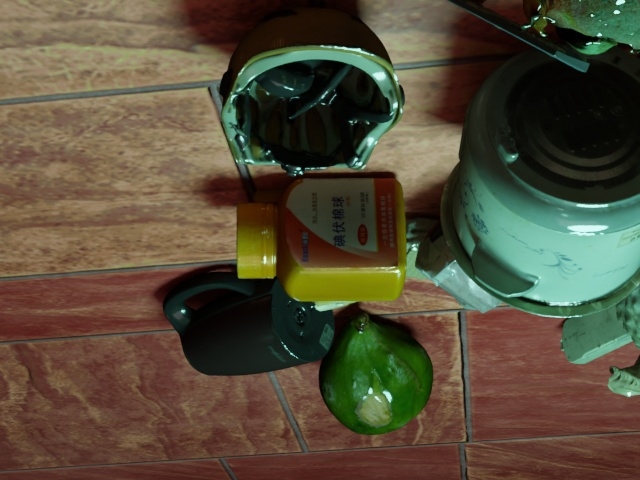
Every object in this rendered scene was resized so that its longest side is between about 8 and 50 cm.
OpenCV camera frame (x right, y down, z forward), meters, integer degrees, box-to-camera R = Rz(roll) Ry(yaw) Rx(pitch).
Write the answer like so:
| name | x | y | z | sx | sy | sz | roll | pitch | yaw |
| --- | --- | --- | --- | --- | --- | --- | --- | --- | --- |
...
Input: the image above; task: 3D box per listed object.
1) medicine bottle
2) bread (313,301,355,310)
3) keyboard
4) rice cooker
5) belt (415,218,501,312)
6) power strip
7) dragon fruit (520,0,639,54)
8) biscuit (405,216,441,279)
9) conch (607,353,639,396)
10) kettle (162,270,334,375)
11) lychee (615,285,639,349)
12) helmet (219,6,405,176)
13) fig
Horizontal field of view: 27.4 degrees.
| name | x | y | z | sx | sy | sz | roll | pitch | yaw |
| --- | --- | --- | --- | --- | --- | --- | --- | --- | --- |
| medicine bottle | 0.000 | 0.000 | 1.746 | 0.222 | 0.149 | 0.112 | -1 | 153 | -2 |
| bread | 0.035 | 0.037 | 1.878 | 0.125 | 0.106 | 0.082 | -14 | 152 | 19 |
| keyboard | 0.197 | -0.213 | 1.332 | 0.055 | 0.176 | 0.014 | 13 | 108 | -41 |
| rice cooker | 0.278 | -0.066 | 1.514 | 0.264 | 0.317 | 0.317 | 31 | 159 | 16 |
| belt | 0.221 | -0.001 | 1.758 | 0.124 | 0.128 | 0.201 | 36 | 124 | -21 |
| power strip | 0.475 | 0.136 | 2.139 | 0.029 | 0.080 | 0.227 | 11 | 152 | -30 |
| dragon fruit | 0.320 | -0.280 | 1.212 | 0.268 | 0.130 | 0.295 | 18 | 148 | -35 |
| biscuit | 0.222 | 0.017 | 1.898 | 0.238 | 0.062 | 0.108 | 4 | 154 | -13 |
| conch | 0.634 | 0.174 | 2.125 | 0.324 | 0.186 | 0.263 | 2 | 174 | 23 |
| kettle | -0.125 | 0.129 | 2.033 | 0.232 | 0.144 | 0.202 | -19 | 130 | 37 |
| lychee | 0.541 | 0.068 | 1.846 | 0.255 | 0.255 | 0.274 | -2 | -174 | 1 |
| helmet | -0.015 | -0.175 | 1.411 | 0.198 | 0.130 | 0.224 | 0 | 144 | -12 |
| fig | 0.086 | 0.206 | 2.191 | 0.195 | 0.195 | 0.245 | -9 | 118 | 14 |
